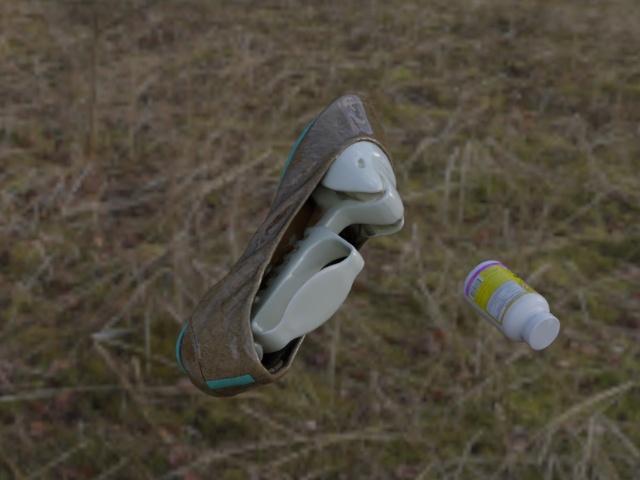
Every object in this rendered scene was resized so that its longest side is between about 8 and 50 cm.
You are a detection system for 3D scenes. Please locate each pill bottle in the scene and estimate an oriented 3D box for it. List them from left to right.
[{"bbox_3d":[0.154,0.053,1.027,0.043,0.043,0.083,-10,34,-30],"label":"pill bottle"}]

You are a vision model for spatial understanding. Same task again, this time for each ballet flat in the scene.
[{"bbox_3d":[0.000,0.000,1.151,0.124,0.116,0.342,1,47,46],"label":"ballet flat"}]
